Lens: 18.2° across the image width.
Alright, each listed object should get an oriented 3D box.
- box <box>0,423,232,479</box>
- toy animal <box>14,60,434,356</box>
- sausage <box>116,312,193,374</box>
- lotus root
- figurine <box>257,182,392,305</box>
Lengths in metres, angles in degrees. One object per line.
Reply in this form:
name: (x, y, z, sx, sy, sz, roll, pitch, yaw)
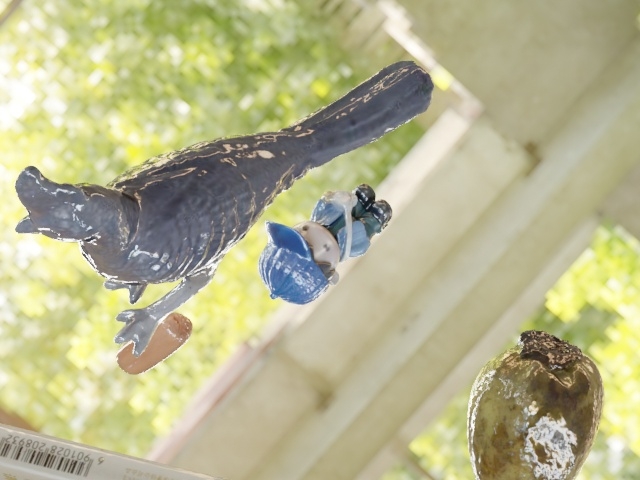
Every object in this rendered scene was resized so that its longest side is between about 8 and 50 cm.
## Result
box: (-0.167, 0.289, 2.071, 0.365, 0.051, 0.204, 11, 150, 16)
toy animal: (-0.087, -0.013, 1.367, 0.367, 0.206, 0.081, -18, -119, -43)
sausage: (-0.144, 0.089, 1.739, 0.034, 0.083, 0.034, 27, -136, -31)
lotus root: (0.216, 0.200, 2.062, 0.138, 0.214, 0.138, 14, -178, -1)
figurine: (0.000, 0.000, 1.954, 0.086, 0.149, 0.087, 44, 141, 13)
